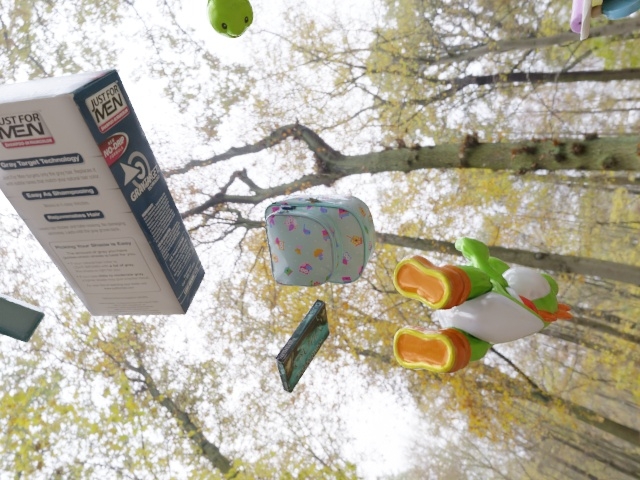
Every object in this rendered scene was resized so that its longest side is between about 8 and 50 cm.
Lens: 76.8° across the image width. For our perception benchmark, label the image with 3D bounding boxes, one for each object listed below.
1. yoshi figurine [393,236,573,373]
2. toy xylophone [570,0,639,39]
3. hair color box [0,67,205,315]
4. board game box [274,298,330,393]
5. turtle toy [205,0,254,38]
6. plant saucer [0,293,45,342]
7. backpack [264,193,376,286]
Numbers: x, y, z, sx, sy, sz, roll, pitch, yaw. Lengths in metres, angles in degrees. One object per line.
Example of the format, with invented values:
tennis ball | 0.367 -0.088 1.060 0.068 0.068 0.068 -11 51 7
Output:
yoshi figurine | 0.252 0.100 0.677 0.363 0.202 0.203 0 -40 -38
toy xylophone | 0.421 -0.334 0.384 0.081 0.323 0.236 43 -115 -35
hair color box | -0.311 -0.045 0.577 0.105 0.174 0.347 -80 -16 -51
board game box | -0.037 0.243 0.940 0.186 0.026 0.126 -52 -33 -39
turtle toy | -0.099 -0.255 0.368 0.095 0.066 0.130 -24 -59 -11
plant saucer | -0.504 0.085 0.574 0.192 0.018 0.067 32 -71 -28
backpack | 0.000 0.000 0.718 0.144 0.189 0.165 -51 -43 -68
